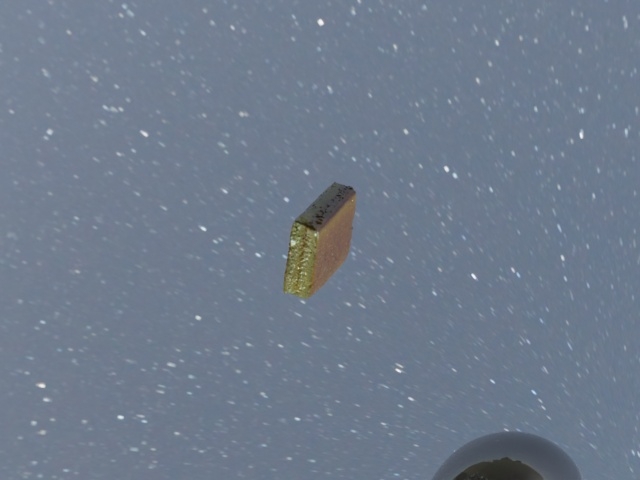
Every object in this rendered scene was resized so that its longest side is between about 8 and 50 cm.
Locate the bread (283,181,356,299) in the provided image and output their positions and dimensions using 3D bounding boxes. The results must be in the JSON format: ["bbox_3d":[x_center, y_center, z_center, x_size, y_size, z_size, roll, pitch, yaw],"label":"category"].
[{"bbox_3d":[0.000,0.000,1.078,0.035,0.094,0.090,21,-54,18],"label":"bread"}]

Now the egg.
[{"bbox_3d":[0.183,0.267,1.078,0.146,0.198,0.147,11,-76,50],"label":"egg"}]
